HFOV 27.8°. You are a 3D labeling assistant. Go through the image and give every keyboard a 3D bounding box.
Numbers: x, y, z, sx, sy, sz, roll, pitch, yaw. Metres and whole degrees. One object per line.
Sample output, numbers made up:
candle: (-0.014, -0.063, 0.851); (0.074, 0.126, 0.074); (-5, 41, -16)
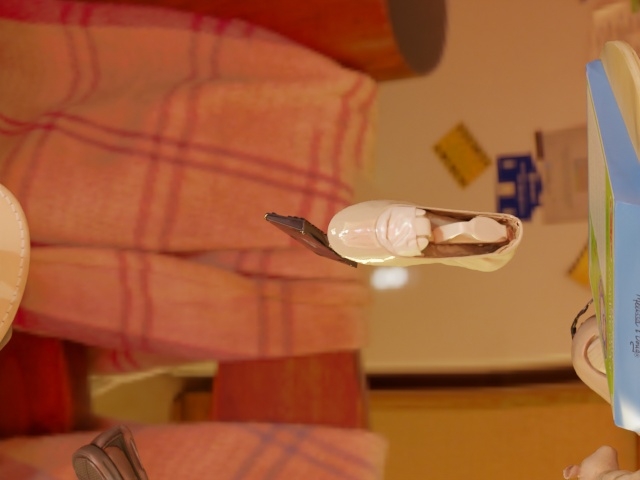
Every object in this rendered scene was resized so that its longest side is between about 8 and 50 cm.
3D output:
keyboard: (0.000, 0.000, 1.943); (0.180, 0.108, 0.023); (34, 78, -56)

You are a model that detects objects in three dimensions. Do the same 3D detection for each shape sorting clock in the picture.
shape sorting clock: (0.163, 0.001, 0.663); (0.206, 0.040, 0.206); (-4, 90, -83)

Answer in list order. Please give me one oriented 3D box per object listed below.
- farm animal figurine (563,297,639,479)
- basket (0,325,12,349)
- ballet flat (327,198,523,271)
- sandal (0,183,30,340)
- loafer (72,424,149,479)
farm animal figurine: (0.369, 0.203, 1.382); (0.330, 0.172, 0.327); (-15, 66, -30)
basket: (-0.525, 0.156, 1.694); (0.227, 0.154, 0.204); (-50, 167, -41)
ballet flat: (0.134, -0.010, 1.553); (0.248, 0.086, 0.086); (3, 83, -23)
sandal: (-0.227, 0.059, 0.712); (0.088, 0.079, 0.240); (41, 63, -17)
loafer: (-0.219, 0.362, 1.671); (0.084, 0.096, 0.267); (-39, 108, -40)
